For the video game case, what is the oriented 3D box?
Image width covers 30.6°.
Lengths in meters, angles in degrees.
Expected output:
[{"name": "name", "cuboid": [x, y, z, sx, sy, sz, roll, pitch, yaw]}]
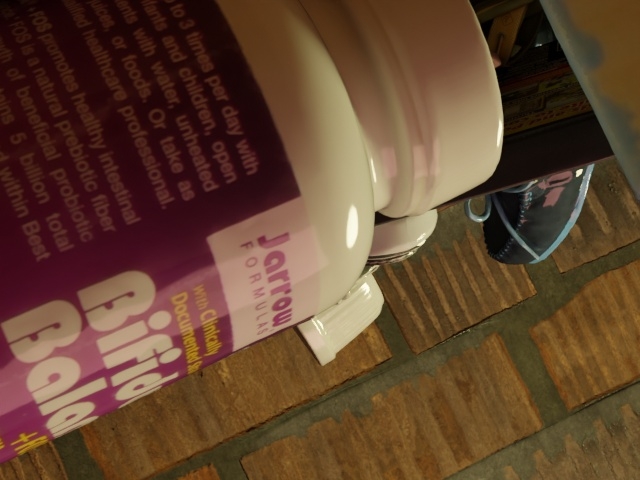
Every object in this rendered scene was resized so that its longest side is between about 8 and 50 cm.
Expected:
[{"name": "video game case", "cuboid": [0.125, -0.088, 0.849, 0.274, 0.035, 0.248, -16, -163, 18]}]

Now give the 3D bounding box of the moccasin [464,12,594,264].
[{"name": "moccasin", "cuboid": [0.187, -0.105, 1.091, 0.116, 0.138, 0.342, -6, 139, -12]}]

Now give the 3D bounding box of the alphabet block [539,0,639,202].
[{"name": "alphabet block", "cuboid": [0.212, -0.143, 0.590, 0.197, 0.192, 0.193, -25, 178, 15]}]

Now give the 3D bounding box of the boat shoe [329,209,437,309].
[{"name": "boat shoe", "cuboid": [-0.004, 0.002, 0.967, 0.113, 0.105, 0.306, -29, -161, -31]}]

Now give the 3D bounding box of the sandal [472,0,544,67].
[{"name": "sandal", "cuboid": [0.146, -0.162, 0.892, 0.180, 0.049, 0.072, -27, 175, 23]}]

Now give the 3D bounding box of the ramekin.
[{"name": "ramekin", "cuboid": [-0.013, 0.038, 1.420, 0.109, 0.207, 0.207, -34, 176, -5]}]

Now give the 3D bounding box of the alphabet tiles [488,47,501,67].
[{"name": "alphabet tiles", "cuboid": [-0.021, -0.075, 0.639, 0.198, 0.009, 0.237, -29, 151, 28]}]

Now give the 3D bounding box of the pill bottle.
[{"name": "pill bottle", "cuboid": [-0.085, -0.022, 0.475, 0.301, 0.169, 0.169, -24, 176, -13]}]
